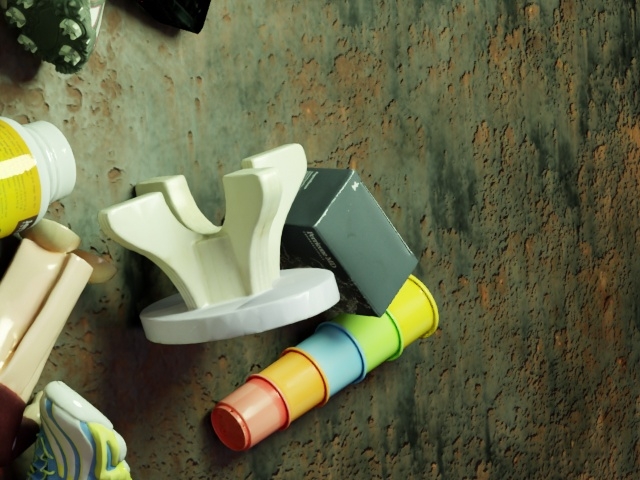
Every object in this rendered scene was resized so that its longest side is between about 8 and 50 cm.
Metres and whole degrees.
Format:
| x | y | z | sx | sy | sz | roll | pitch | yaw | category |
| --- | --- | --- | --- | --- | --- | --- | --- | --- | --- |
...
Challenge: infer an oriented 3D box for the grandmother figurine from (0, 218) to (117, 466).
| x | y | z | sx | sy | sz | roll | pitch | yaw | category |
| --- | --- | --- | --- | --- | --- | --- | --- | --- | --- |
| -0.327 | 0.148 | 1.824 | 0.208 | 0.104 | 0.342 | 38 | 66 | -41 | grandmother figurine |

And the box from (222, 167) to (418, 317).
| x | y | z | sx | sy | sz | roll | pitch | yaw | category |
| --- | --- | --- | --- | --- | --- | --- | --- | --- | --- |
| 0.000 | 0.000 | 2.093 | 0.093 | 0.158 | 0.156 | -55 | 126 | -27 | box |

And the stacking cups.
| x | y | z | sx | sy | sz | roll | pitch | yaw | category |
| --- | --- | --- | --- | --- | --- | --- | --- | --- | --- |
| 0.008 | 0.146 | 2.154 | 0.316 | 0.096 | 0.096 | -34 | 116 | -38 | stacking cups |

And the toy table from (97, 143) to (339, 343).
| x | y | z | sx | sy | sz | roll | pitch | yaw | category |
| --- | --- | --- | --- | --- | --- | --- | --- | --- | --- |
| -0.106 | 0.008 | 1.917 | 0.252 | 0.274 | 0.161 | -24 | 102 | -45 | toy table |

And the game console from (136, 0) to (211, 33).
| x | y | z | sx | sy | sz | roll | pitch | yaw | category |
| --- | --- | --- | --- | --- | --- | --- | --- | --- | --- |
| -0.185 | -0.376 | 1.886 | 0.361 | 0.044 | 0.213 | 39 | 62 | -61 | game console |

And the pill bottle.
| x | y | z | sx | sy | sz | roll | pitch | yaw | category |
| --- | --- | --- | --- | --- | --- | --- | --- | --- | --- |
| -0.346 | -0.051 | 1.778 | 0.215 | 0.117 | 0.117 | -23 | 109 | -41 | pill bottle |

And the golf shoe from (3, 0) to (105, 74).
| x | y | z | sx | sy | sz | roll | pitch | yaw | category |
| --- | --- | --- | --- | --- | --- | --- | --- | --- | --- |
| -0.236 | -0.267 | 1.793 | 0.105 | 0.273 | 0.120 | 35 | 58 | 7 | golf shoe |

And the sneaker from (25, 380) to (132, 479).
| x | y | z | sx | sy | sz | roll | pitch | yaw | category |
| --- | --- | --- | --- | --- | --- | --- | --- | --- | --- |
| -0.261 | 0.245 | 1.865 | 0.126 | 0.091 | 0.240 | -45 | 148 | -20 | sneaker |
